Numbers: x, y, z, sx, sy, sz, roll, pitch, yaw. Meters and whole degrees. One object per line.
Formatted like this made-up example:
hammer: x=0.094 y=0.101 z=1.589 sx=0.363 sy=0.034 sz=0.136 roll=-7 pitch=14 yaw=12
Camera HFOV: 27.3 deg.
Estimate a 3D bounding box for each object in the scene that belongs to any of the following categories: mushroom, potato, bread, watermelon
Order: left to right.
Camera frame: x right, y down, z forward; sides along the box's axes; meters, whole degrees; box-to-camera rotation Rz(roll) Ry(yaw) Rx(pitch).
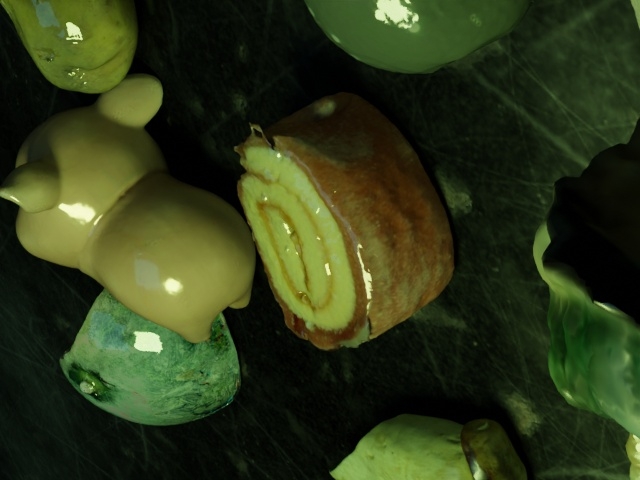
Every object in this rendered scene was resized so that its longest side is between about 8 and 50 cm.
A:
potato: x=-0.303 y=-0.304 z=1.469 sx=0.296 sy=0.141 sz=0.191 roll=56 pitch=167 yaw=3
watermelon: x=-0.230 y=0.170 z=1.767 sx=0.188 sy=0.175 sz=0.322 roll=45 pitch=149 yaw=24
bread: x=0.019 y=-0.023 z=1.259 sx=0.190 sy=0.123 sz=0.244 roll=6 pitch=123 yaw=53
mushroom: x=0.099 y=0.238 z=1.425 sx=0.333 sy=0.087 sz=0.107 roll=-9 pitch=111 yaw=61

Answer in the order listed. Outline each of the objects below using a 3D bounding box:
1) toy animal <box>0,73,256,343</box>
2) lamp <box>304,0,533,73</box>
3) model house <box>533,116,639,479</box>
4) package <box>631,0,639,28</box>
toy animal: x=-0.224 y=-0.025 z=1.553 sx=0.326 sy=0.237 sz=0.269 roll=22 pitch=144 yaw=40
lamp: x=0.035 y=-0.211 z=0.995 sx=0.314 sy=0.182 sz=0.182 roll=1 pitch=118 yaw=58
model house: x=0.354 y=0.146 z=0.615 sx=0.445 sy=0.395 sz=0.400 roll=22 pitch=137 yaw=38
package: x=0.301 y=-0.084 z=0.835 sx=0.251 sy=0.062 sz=0.204 roll=12 pitch=126 yaw=57
